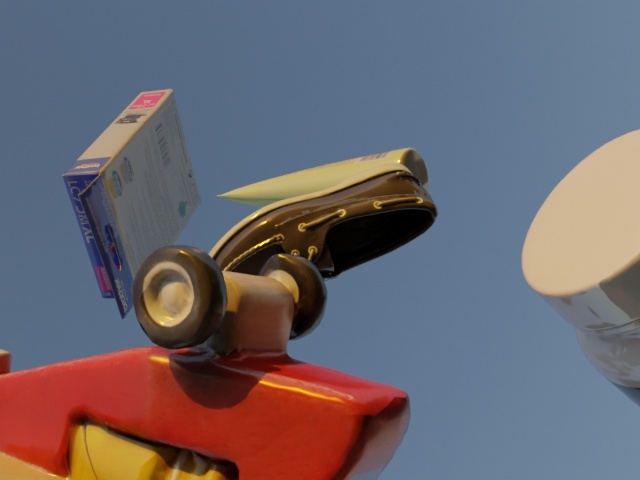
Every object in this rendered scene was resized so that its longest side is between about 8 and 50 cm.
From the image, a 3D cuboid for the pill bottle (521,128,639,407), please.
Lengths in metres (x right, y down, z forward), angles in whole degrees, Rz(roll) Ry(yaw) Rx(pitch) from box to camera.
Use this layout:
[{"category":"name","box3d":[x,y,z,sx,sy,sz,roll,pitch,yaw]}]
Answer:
[{"category":"pill bottle","box3d":[0.282,0.062,0.651,0.283,0.161,0.161,38,-109,-19]}]

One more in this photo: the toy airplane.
[{"category":"toy airplane","box3d":[-0.163,0.173,0.647,0.386,0.384,0.273,-8,-99,-16]}]

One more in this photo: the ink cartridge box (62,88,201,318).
[{"category":"ink cartridge box","box3d":[-0.249,-0.056,1.251,0.311,0.065,0.186,-71,-25,-57]}]

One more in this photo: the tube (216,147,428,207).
[{"category":"tube","box3d":[0.004,-0.055,1.054,0.070,0.240,0.062,60,-138,-31]}]

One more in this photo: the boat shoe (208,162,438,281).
[{"category":"boat shoe","box3d":[0.000,0.000,0.886,0.227,0.069,0.081,-26,-48,-9]}]
